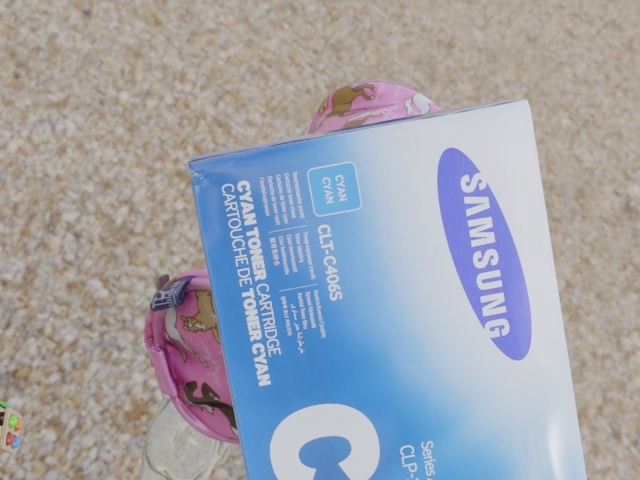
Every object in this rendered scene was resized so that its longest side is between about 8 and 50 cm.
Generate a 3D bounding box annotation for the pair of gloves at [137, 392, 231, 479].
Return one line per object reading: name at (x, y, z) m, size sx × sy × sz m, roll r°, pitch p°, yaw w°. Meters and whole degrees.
pair of gloves at (-0.108, 0.284, 1.227) m, size 0.240 × 0.042 × 0.204 m, roll 27°, pitch 57°, yaw -23°

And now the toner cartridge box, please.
toner cartridge box at (0.045, 0.114, 0.529) m, size 0.075 × 0.165 × 0.348 m, roll -125°, pitch -156°, yaw -83°

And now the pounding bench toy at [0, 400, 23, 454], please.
pounding bench toy at (-0.421, 0.231, 1.346) m, size 0.065 × 0.052 × 0.083 m, roll 2°, pitch 70°, yaw 4°

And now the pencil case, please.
pencil case at (0.000, 0.000, 0.901) m, size 0.167 × 0.160 × 0.386 m, roll 36°, pitch 41°, yaw 1°
